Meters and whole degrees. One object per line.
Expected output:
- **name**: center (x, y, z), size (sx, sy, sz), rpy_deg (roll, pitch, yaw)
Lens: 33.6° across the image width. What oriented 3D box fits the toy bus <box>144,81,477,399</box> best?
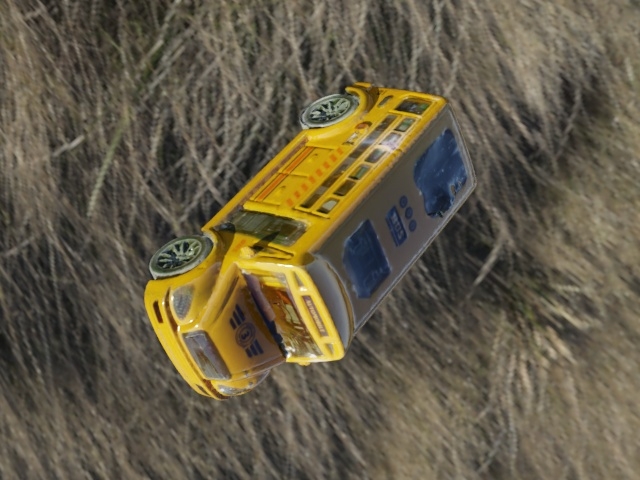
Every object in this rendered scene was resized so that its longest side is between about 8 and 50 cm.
- **toy bus**: center (0.000, 0.000, 0.470), size (0.162, 0.074, 0.069), rpy_deg (-48, 131, -31)
